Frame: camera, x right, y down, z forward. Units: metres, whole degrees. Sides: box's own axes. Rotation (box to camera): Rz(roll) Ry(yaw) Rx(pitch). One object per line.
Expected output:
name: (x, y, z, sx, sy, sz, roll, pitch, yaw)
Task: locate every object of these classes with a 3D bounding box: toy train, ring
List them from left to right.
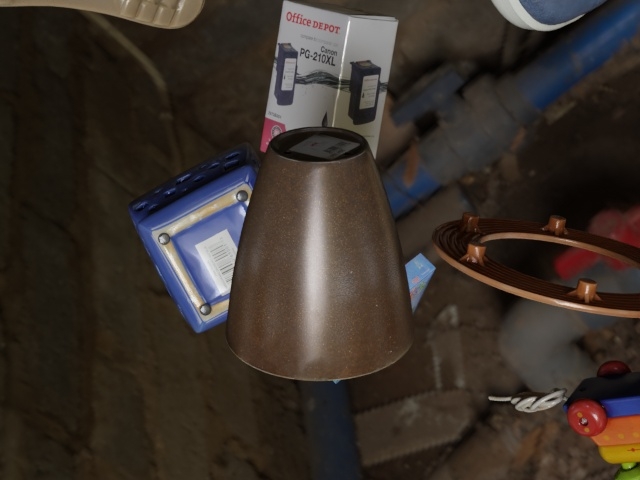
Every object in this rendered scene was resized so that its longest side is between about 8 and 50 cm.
ring: (0.301, 0.019, 1.535, 0.336, 0.336, 0.032, 32, 117, 50)
toy train: (0.309, 0.210, 1.338, 0.248, 0.143, 0.105, -14, 14, 39)

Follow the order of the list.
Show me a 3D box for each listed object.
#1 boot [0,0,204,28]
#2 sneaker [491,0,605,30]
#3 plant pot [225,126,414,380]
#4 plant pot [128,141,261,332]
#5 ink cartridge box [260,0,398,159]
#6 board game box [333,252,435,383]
boot: (-0.195, -0.203, 0.717, 0.090, 0.248, 0.207, -58, 43, 17)
sneaker: (0.246, -0.260, 0.801, 0.350, 0.131, 0.148, -46, 32, -19)
plant pot: (0.000, 0.000, 1.399, 0.215, 0.230, 0.215, 0, 26, 0)
plant pot: (-0.159, 0.004, 2.030, 0.236, 0.236, 0.212, -28, 13, -2)
ink cartridge box: (0.011, -0.229, 1.894, 0.172, 0.100, 0.237, 25, 110, 49)
board game box: (0.084, 0.119, 1.897, 0.160, 0.211, 0.039, -37, 75, -23)
